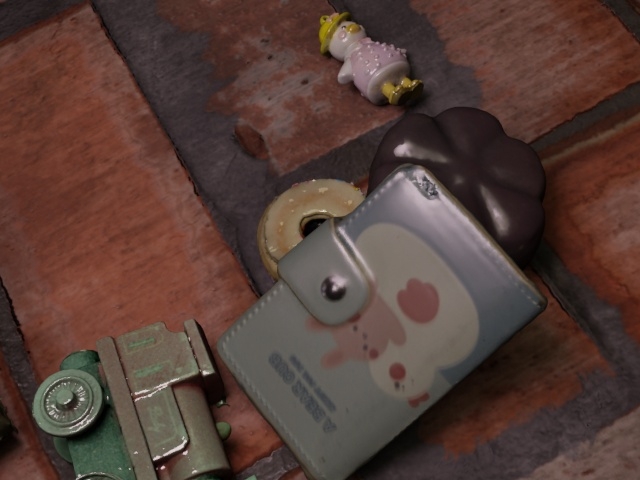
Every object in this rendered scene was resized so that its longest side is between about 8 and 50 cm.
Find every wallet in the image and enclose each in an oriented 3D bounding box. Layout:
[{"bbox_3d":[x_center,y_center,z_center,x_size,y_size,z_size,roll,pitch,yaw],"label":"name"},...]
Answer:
[{"bbox_3d":[0.055,0.095,1.125,0.360,0.083,0.252,-43,76,15],"label":"wallet"}]

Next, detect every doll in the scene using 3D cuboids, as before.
[{"bbox_3d":[0.066,-0.267,1.400,0.129,0.081,0.207,-27,60,-29],"label":"doll"}]

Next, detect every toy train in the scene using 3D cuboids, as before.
[{"bbox_3d":[-0.205,0.249,1.133,0.221,0.150,0.304,-18,61,-11],"label":"toy train"}]

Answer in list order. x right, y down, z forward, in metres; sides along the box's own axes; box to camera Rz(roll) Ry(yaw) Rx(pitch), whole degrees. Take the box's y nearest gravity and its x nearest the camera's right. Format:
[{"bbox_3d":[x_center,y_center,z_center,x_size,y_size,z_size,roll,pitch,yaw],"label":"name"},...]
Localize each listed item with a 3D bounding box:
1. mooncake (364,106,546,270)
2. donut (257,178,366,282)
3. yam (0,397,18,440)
[{"bbox_3d":[0.174,-0.053,1.227,0.245,0.133,0.245,5,59,-9],"label":"mooncake"},{"bbox_3d":[0.000,0.000,1.278,0.174,0.068,0.174,-1,64,2],"label":"donut"},{"bbox_3d":[-0.529,0.232,1.149,0.300,0.195,0.195,-35,65,-13],"label":"yam"}]
